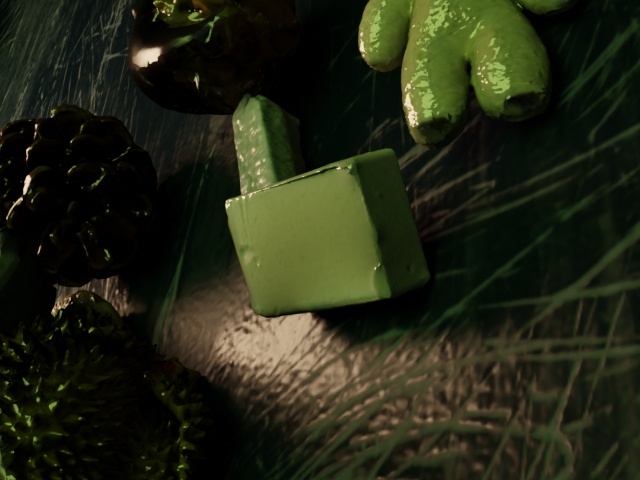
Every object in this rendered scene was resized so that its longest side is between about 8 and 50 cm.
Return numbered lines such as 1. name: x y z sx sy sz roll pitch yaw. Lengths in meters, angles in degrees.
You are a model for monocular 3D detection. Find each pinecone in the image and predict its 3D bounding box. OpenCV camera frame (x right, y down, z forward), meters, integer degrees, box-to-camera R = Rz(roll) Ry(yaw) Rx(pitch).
1. pinecone: -0.319 -0.055 1.170 0.257 0.243 0.243 4 69 40

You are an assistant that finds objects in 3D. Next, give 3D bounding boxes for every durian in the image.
1. durian: -0.234 0.194 0.850 0.258 0.258 0.293 -31 38 38

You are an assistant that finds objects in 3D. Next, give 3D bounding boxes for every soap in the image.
1. soap: 0.000 0.000 0.781 0.183 0.064 0.121 -13 93 48

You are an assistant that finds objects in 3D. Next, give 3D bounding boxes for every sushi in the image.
1. sushi: -0.116 -0.246 1.046 0.204 0.213 0.200 12 96 38

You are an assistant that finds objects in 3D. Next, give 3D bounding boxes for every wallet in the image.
1. wallet: -0.351 0.106 0.960 0.190 0.046 0.379 -62 3 -15

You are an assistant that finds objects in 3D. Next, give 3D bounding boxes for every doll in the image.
1. doll: 0.123 -0.205 0.793 0.149 0.175 0.278 100 170 -64

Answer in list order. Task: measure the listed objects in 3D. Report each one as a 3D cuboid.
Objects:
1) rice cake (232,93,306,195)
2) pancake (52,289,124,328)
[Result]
1. rice cake: -0.051 -0.078 0.959 0.063 0.069 0.206 -40 41 26
2. pancake: -0.361 0.245 1.118 0.387 0.082 0.387 -31 40 31
